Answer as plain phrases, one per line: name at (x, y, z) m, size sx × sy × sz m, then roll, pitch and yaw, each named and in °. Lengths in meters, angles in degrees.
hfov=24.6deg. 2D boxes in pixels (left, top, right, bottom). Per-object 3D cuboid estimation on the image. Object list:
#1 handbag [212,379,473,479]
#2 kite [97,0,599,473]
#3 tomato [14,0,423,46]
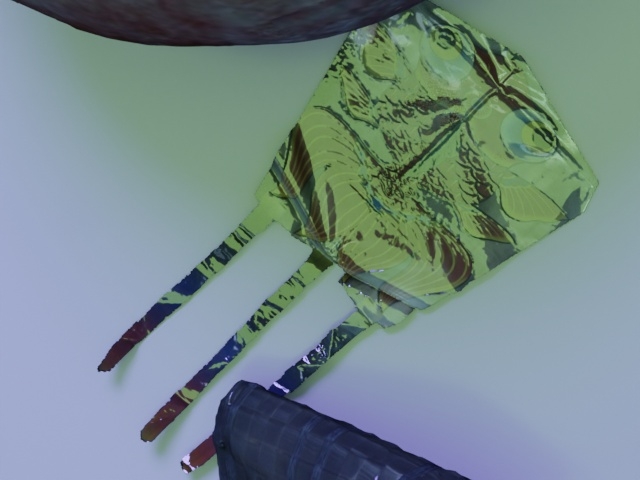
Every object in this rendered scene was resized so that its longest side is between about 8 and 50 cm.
handbag at (0.019, 0.200, 0.593) m, size 0.175 × 0.089 × 0.270 m, roll 10°, pitch 102°, yaw 41°
kite at (0.000, 0.000, 0.628) m, size 0.229 × 0.016 × 0.127 m, roll -41°, pitch 89°, yaw 5°
tomato at (-0.022, -0.213, 0.455) m, size 0.317 × 0.316 × 0.282 m, roll -33°, pitch 109°, yaw 8°
